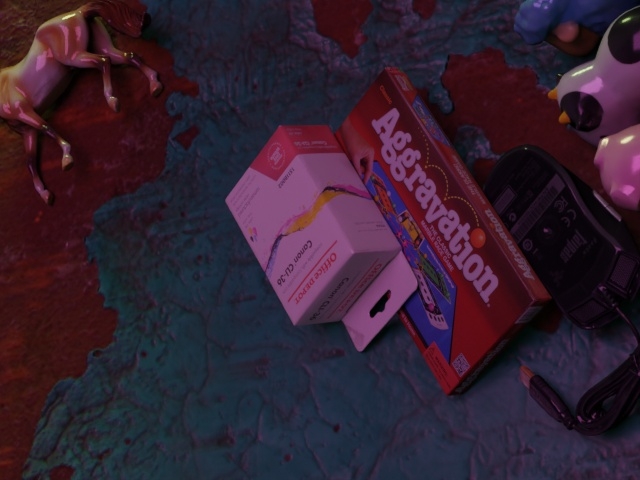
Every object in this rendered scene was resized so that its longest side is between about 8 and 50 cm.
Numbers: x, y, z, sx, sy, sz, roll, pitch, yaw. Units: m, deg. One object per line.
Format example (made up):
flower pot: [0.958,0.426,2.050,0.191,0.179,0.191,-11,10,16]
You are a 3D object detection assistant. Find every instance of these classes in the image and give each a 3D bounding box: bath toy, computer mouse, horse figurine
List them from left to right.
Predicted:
horse figurine: [-0.280,-0.169,2.018,0.263,0.066,0.174,-45,67,14]
computer mouse: [0.225,0.049,1.697,0.262,0.060,0.184,48,119,33]
bath toy: [0.287,-0.089,1.630,0.151,0.129,0.348,108,148,-46]

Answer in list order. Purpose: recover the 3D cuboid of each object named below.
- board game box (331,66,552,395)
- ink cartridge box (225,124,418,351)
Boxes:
board game box: [0.097,-0.011,1.762,0.145,0.027,0.281,-51,57,34]
ink cartridge box: [0.000,0.000,1.797,0.115,0.067,0.198,-52,56,36]
